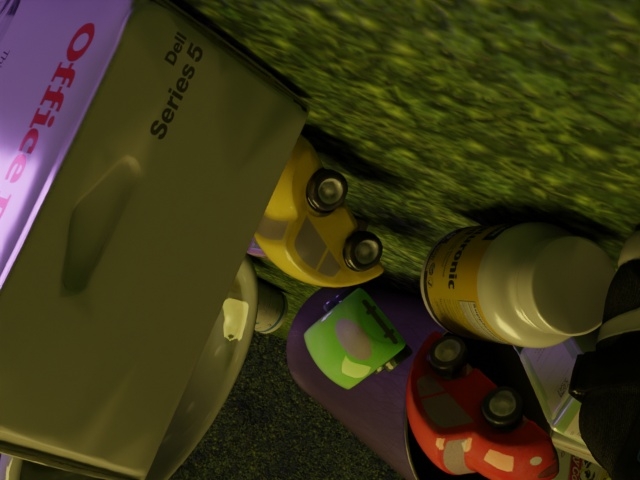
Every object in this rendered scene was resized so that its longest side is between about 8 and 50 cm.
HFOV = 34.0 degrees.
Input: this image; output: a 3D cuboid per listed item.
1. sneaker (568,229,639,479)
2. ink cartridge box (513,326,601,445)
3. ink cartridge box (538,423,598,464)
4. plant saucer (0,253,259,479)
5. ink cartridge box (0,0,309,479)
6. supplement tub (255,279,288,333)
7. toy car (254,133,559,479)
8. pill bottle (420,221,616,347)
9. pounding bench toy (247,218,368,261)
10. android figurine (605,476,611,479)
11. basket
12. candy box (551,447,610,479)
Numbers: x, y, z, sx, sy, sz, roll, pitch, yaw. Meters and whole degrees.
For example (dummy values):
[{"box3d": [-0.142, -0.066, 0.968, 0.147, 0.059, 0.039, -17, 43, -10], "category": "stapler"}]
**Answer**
[{"box3d": [0.177, 0.062, 0.390, 0.079, 0.121, 0.217, 25, 172, -18], "category": "sneaker"}, {"box3d": [0.227, 0.101, 0.762, 0.171, 0.056, 0.235, 25, -164, -7], "category": "ink cartridge box"}, {"box3d": [0.291, 0.179, 0.988, 0.190, 0.082, 0.139, 26, 172, -27], "category": "ink cartridge box"}, {"box3d": [-0.232, 0.155, 1.202, 0.100, 0.400, 0.400, 30, 175, 23], "category": "plant saucer"}, {"box3d": [-0.163, -0.019, 0.539, 0.273, 0.198, 0.115, 16, 169, 46], "category": "ink cartridge box"}, {"box3d": [-0.105, 0.090, 1.543, 0.071, 0.071, 0.107, 15, 169, 45], "category": "supplement tub"}, {"box3d": [0.026, 0.058, 0.635, 0.239, 0.053, 0.225, 52, 168, 5], "category": "toy car"}, {"box3d": [0.103, 0.023, 0.547, 0.065, 0.065, 0.116, 26, 171, -16], "category": "pill bottle"}, {"box3d": [0.000, 0.000, 0.730, 0.065, 0.052, 0.083, 26, 171, -22], "category": "pounding bench toy"}, {"box3d": [0.357, 0.236, 0.885, 0.248, 0.056, 0.273, 32, 142, -33], "category": "android figurine"}, {"box3d": [0.078, 0.125, 0.971, 0.227, 0.154, 0.204, 25, 145, 54], "category": "basket"}, {"box3d": [0.229, 0.222, 1.153, 0.233, 0.159, 0.071, 28, 171, -33], "category": "candy box"}]
